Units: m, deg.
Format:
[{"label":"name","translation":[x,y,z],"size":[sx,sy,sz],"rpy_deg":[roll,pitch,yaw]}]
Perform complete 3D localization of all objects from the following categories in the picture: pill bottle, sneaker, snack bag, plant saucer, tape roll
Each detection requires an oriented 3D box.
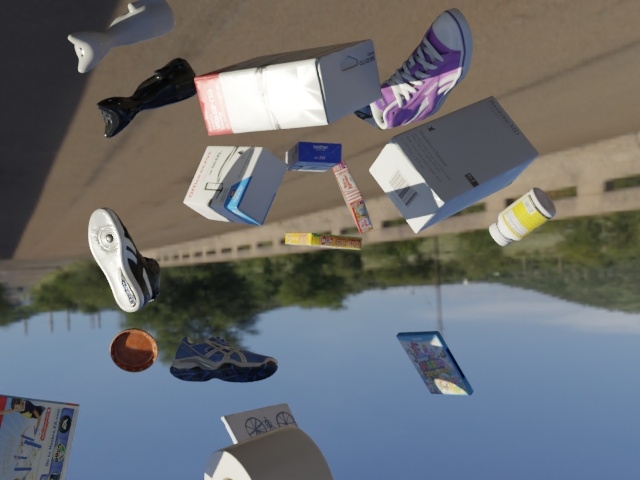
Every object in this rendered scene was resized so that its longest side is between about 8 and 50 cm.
[{"label":"pill bottle","translation":[0.370,-0.041,1.552],"size":[0.116,0.065,0.065],"rpy_deg":[-40,157,33]},{"label":"sneaker","translation":[0.179,-0.304,1.579],"size":[0.161,0.102,0.282],"rpy_deg":[-23,155,-25]},{"label":"sneaker","translation":[-0.185,0.226,1.623],"size":[0.211,0.081,0.080],"rpy_deg":[2,148,7]},{"label":"snack bag","translation":[-0.123,0.656,2.527],"size":[0.037,0.342,0.323],"rpy_deg":[-41,158,25]},{"label":"plant saucer","translation":[-0.331,0.194,1.492],"size":[0.083,0.083,0.013],"rpy_deg":[-2,-162,-6]},{"label":"tape roll","translation":[-0.101,0.512,1.685],"size":[0.169,0.246,0.246],"rpy_deg":[-13,-175,-35]},{"label":"sneaker","translation":[-0.395,0.029,1.718],"size":[0.079,0.217,0.121],"rpy_deg":[-13,-171,21]}]

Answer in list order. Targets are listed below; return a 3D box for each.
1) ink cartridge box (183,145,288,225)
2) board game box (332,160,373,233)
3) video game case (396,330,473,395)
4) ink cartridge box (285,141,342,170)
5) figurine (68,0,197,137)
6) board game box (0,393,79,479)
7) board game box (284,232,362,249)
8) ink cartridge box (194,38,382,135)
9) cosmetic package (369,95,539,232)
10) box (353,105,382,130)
[{"label":"ink cartridge box","translation":[-0.186,-0.121,1.809],"size":[0.203,0.148,0.086],"rpy_deg":[7,161,47]},{"label":"board game box","translation":[0.097,-0.128,2.513],"size":[0.045,0.147,0.193],"rpy_deg":[-24,151,1]},{"label":"video game case","translation":[0.245,0.264,1.804],"size":[0.119,0.166,0.015],"rpy_deg":[-10,-153,50]},{"label":"ink cartridge box","translation":[-0.018,-0.187,1.896],"size":[0.097,0.046,0.207],"rpy_deg":[2,179,-10]},{"label":"figurine","translation":[-0.352,-0.325,1.558],"size":[0.092,0.215,0.209],"rpy_deg":[15,-136,43]},{"label":"board game box","translation":[-0.602,0.433,1.528],"size":[0.086,0.308,0.302],"rpy_deg":[1,165,29]},{"label":"board game box","translation":[0.000,0.000,2.014],"size":[0.124,0.039,0.259],"rpy_deg":[5,-178,-16]},{"label":"ink cartridge box","translation":[-0.054,-0.275,1.511],"size":[0.272,0.114,0.197],"rpy_deg":[-1,-159,35]},{"label":"cosmetic package","translation":[0.343,-0.199,2.136],"size":[0.385,0.217,0.156],"rpy_deg":[-28,165,-33]},{"label":"box","translation":[0.097,-0.312,1.871],"size":[0.136,0.081,0.028],"rpy_deg":[33,-133,12]}]
